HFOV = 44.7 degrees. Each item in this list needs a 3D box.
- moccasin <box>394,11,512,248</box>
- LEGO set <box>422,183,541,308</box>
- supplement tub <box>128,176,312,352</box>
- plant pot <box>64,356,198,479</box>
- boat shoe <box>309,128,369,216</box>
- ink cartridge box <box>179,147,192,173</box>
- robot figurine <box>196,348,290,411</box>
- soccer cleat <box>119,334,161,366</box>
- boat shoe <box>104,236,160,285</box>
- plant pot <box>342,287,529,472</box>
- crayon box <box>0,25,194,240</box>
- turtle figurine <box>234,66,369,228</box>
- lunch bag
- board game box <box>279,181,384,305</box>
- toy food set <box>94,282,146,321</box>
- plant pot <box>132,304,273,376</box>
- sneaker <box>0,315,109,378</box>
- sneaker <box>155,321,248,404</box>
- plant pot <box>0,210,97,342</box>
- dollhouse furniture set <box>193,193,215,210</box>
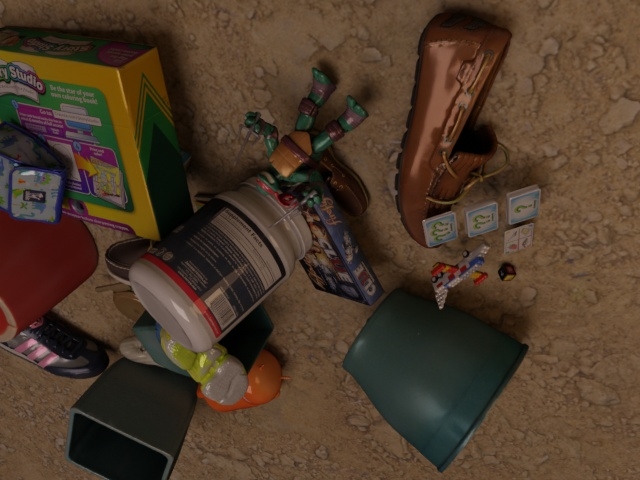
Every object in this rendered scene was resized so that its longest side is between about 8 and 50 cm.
[{"bbox_3d":[0.203,-0.144,1.153,0.147,0.139,0.380,21,125,19],"label":"moccasin"},{"bbox_3d":[0.263,0.021,1.240,0.182,0.060,0.244,-17,147,1],"label":"LEGO set"},{"bbox_3d":[-0.166,0.038,1.314,0.191,0.272,0.191,38,155,21],"label":"supplement tub"},{"bbox_3d":[-0.413,0.407,1.814,0.247,0.252,0.248,26,135,2],"label":"plant pot"},{"bbox_3d":[0.014,-0.104,1.311,0.064,0.060,0.178,-22,117,36],"label":"boat shoe"},{"bbox_3d":[-0.308,-0.145,1.425,0.122,0.052,0.088,29,134,-1],"label":"ink cartridge box"},{"bbox_3d":[-0.172,0.306,1.707,0.219,0.128,0.158,-20,98,37],"label":"robot figurine"},{"bbox_3d":[-0.362,0.257,1.768,0.196,0.068,0.076,14,174,-2],"label":"soccer cleat"},{"bbox_3d":[-0.277,0.029,1.509,0.324,0.116,0.096,4,145,15],"label":"boat shoe"},{"bbox_3d":[0.189,0.229,1.400,0.255,0.271,0.271,34,136,13],"label":"plant pot"},{"bbox_3d":[-0.411,-0.188,1.339,0.363,0.106,0.313,14,128,28],"label":"crayon box"},{"bbox_3d":[-0.042,-0.141,1.200,0.175,0.118,0.234,41,95,1],"label":"turtle figurine"},{"bbox_3d":[-0.505,-0.106,1.328,0.151,0.096,0.129,27,133,3],"label":"lunch bag"},{"bbox_3d":[0.000,0.000,1.373,0.165,0.042,0.243,13,139,52],"label":"board game box"},{"bbox_3d":[-0.399,0.143,1.734,0.132,0.038,0.192,-9,136,36],"label":"toy food set"},{"bbox_3d":[-0.256,0.180,1.614,0.234,0.165,0.165,-4,126,31],"label":"plant pot"},{"bbox_3d":[-0.663,0.235,1.874,0.319,0.112,0.131,16,136,9],"label":"sneaker"},{"bbox_3d":[-0.226,0.212,1.464,0.126,0.091,0.240,37,165,47],"label":"sneaker"},{"bbox_3d":[-0.650,0.062,1.626,0.275,0.243,0.275,13,133,14],"label":"plant pot"},{"bbox_3d":[-0.253,-0.046,1.482,0.152,0.058,0.076,5,131,20],"label":"dollhouse furniture set"}]
